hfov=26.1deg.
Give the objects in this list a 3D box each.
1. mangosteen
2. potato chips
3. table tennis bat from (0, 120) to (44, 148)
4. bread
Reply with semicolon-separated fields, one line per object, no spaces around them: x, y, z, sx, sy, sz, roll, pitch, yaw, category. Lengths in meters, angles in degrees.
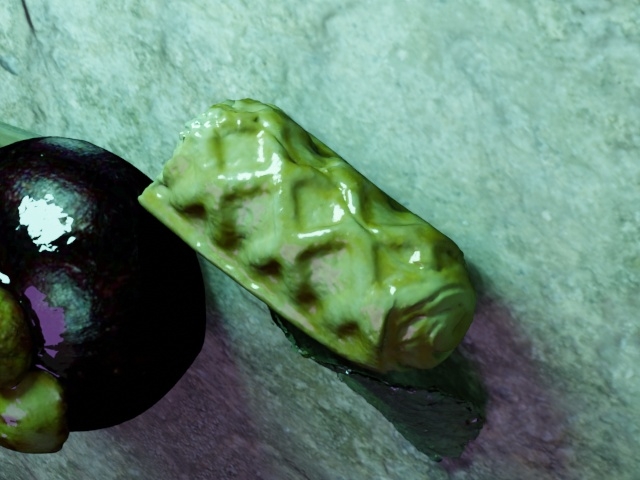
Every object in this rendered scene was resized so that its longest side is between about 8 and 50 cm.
-0.233;0.053;1.198;0.233;0.287;0.287;-1;127;12;mangosteen
0.035;0.106;1.164;0.228;0.059;0.167;36;172;7;potato chips
-0.354;-0.118;1.374;0.247;0.022;0.138;21;137;32;table tennis bat
0.000;0.000;1.062;0.268;0.130;0.152;37;179;12;bread
